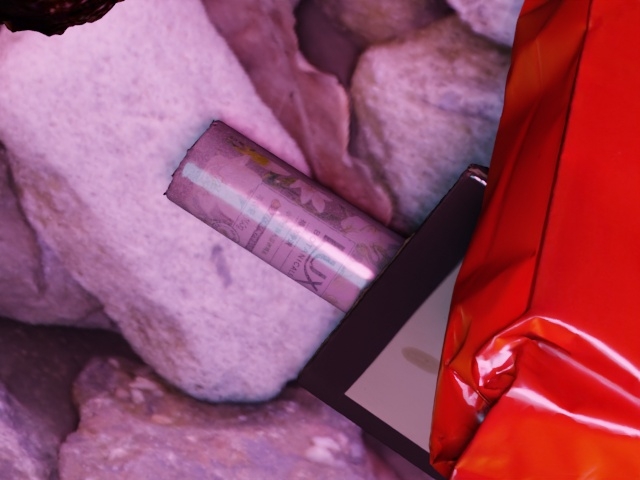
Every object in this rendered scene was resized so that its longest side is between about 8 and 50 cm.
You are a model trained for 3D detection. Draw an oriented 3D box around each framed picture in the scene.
[{"bbox_3d":[0.138,0.104,0.902,0.265,0.016,0.347,35,151,1],"label":"framed picture"}]

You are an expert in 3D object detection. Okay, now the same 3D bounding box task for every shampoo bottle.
[{"bbox_3d":[0.000,0.000,0.969,0.214,0.072,0.072,33,117,-1],"label":"shampoo bottle"}]

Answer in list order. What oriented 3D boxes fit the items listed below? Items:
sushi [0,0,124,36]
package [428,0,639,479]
[{"bbox_3d":[-0.112,-0.283,0.764,0.196,0.182,0.343,35,90,-1],"label":"sushi"},{"bbox_3d":[0.186,-0.046,0.717,0.196,0.423,0.123,20,157,-9],"label":"package"}]
